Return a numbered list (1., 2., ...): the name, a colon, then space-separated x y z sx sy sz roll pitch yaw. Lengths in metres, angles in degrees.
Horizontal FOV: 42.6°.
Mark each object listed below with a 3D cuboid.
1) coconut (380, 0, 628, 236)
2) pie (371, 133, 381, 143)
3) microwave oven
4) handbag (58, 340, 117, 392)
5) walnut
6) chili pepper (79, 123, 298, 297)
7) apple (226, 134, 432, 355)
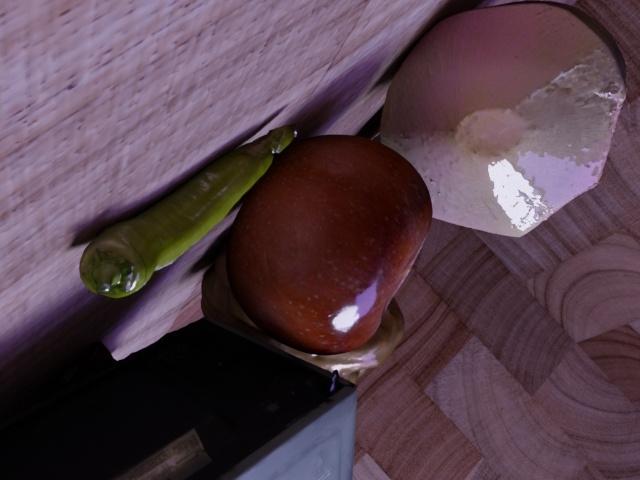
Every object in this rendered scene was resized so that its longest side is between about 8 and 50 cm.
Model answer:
1. coconut: 0.185 -0.121 0.807 0.233 0.233 0.245 -44 178 32
2. pie: 0.131 -0.139 1.089 0.277 0.078 0.277 -53 173 -9
3. microwave oven: -0.160 0.255 0.674 0.355 0.218 0.286 -28 127 -45
4. handbag: -0.269 0.206 0.853 0.203 0.074 0.216 -51 -179 -20
5. walnut: -0.018 0.066 0.958 0.257 0.257 0.225 -38 143 -62
6. chili pepper: -0.084 -0.020 0.520 0.208 0.043 0.049 -47 157 -47
7. apple: 0.000 0.000 0.717 0.201 0.162 0.201 -58 170 -17
